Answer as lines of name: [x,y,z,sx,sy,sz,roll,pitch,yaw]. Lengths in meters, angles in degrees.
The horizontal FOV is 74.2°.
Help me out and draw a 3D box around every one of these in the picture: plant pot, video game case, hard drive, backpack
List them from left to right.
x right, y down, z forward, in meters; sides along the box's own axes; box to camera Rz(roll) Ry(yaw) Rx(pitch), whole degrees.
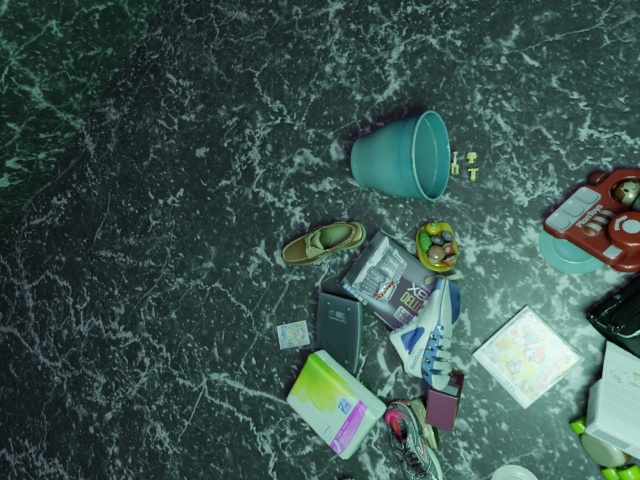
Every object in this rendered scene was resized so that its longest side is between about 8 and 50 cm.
video game case: [-0.102,0.353,1.579,0.122,0.011,0.087,-16,78,22]
hard drive: [0.067,0.307,1.445,0.171,0.054,0.255,10,105,34]
plant pot: [0.248,-0.265,1.370,0.255,0.271,0.272,4,86,39]
video game case: [0.610,0.344,1.256,0.227,0.026,0.206,-47,69,12]
backpack: [0.854,0.182,1.063,0.191,0.225,0.253,42,97,0]

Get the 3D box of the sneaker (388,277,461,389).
sneaker: [0.296,0.260,1.254,0.182,0.127,0.316,1,70,42]

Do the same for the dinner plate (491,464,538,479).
dinner plate: [0.572,0.732,1.235,0.141,0.017,0.141,-3,82,22]

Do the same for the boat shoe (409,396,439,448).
boat shoe: [0.330,0.579,1.338,0.048,0.056,0.153,-25,71,21]

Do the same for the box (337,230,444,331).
box: [0.249,0.154,1.409,0.307,0.076,0.242,40,100,23]

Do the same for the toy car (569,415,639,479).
toy car: [0.804,0.515,1.115,0.188,0.149,0.155,-24,65,-7]

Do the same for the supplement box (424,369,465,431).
supplement box: [0.370,0.463,1.251,0.080,0.188,0.104,10,99,24]

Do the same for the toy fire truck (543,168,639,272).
toy fire truck: [0.806,-0.081,1.144,0.302,0.169,0.254,-44,50,1]

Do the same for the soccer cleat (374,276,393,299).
soccer cleat: [0.201,0.157,1.374,0.083,0.029,0.035,-50,59,7]

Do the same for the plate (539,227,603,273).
plate: [0.744,0.004,1.236,0.188,0.024,0.188,-3,84,24]

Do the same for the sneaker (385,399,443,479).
sneaker: [0.277,0.661,1.322,0.120,0.112,0.299,-31,74,18]

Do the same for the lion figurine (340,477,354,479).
lion figurine: [0.030,0.975,1.384,0.392,0.142,0.240,-45,62,18]

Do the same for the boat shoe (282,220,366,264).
boat shoe: [0.000,0.000,1.514,0.323,0.120,0.123,-21,76,20]

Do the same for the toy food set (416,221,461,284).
toy food set: [0.376,0.022,1.332,0.128,0.071,0.218,-4,59,1]

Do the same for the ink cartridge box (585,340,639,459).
ink cartridge box: [0.848,0.433,1.063,0.296,0.066,0.261,24,50,19]

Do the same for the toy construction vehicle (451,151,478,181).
toy construction vehicle: [0.471,-0.242,1.379,0.085,0.035,0.098,4,86,24]

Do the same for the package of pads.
package of pads: [0.042,0.547,1.417,0.296,0.101,0.229,38,118,24]
